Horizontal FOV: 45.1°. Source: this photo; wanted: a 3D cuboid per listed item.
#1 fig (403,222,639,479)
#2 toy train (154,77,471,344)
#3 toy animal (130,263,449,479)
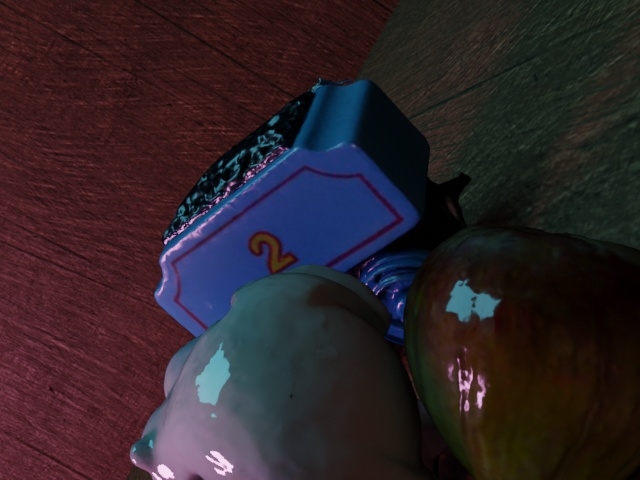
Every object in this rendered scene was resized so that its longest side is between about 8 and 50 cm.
[{"bbox_3d":[0.131,0.099,0.431,0.143,0.230,0.160,-22,12,-29],"label":"fig"},{"bbox_3d":[0.000,0.000,0.791,0.300,0.265,0.188,-35,21,29],"label":"toy train"},{"bbox_3d":[0.009,0.140,0.519,0.174,0.249,0.289,-27,-3,8],"label":"toy animal"}]
